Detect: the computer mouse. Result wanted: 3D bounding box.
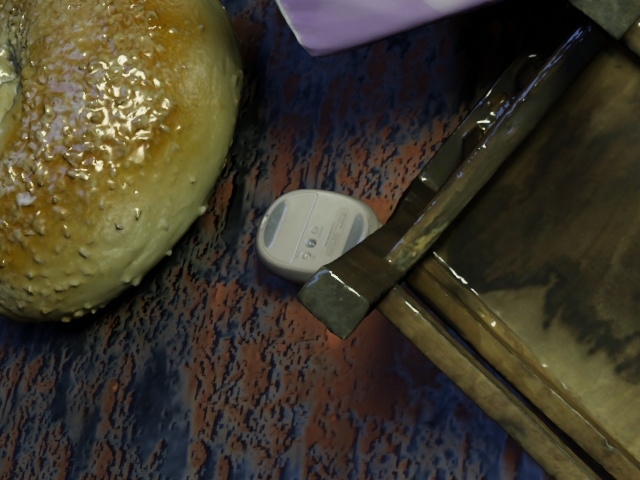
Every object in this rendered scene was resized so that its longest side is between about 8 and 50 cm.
[{"bbox_3d":[0.001,0.001,1.029,0.096,0.039,0.066,10,71,35],"label":"computer mouse"}]

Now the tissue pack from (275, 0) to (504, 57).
[{"bbox_3d":[0.140,-0.241,0.914,0.338,0.160,0.242,-15,18,40],"label":"tissue pack"}]

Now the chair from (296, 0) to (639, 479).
[{"bbox_3d":[0.164,0.010,0.794,0.241,0.416,0.203,39,102,2],"label":"chair"}]

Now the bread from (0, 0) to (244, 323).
[{"bbox_3d":[-0.194,-0.090,1.160,0.306,0.159,0.305,-20,52,28],"label":"bread"}]
